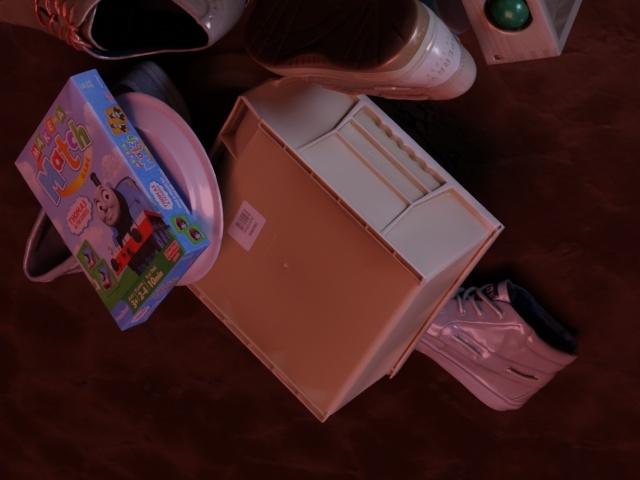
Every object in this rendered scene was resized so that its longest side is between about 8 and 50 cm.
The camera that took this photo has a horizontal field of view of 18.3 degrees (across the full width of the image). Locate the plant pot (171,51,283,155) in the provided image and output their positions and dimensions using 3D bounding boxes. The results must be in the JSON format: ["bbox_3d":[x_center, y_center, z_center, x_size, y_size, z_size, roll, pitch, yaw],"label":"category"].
[{"bbox_3d":[-0.063,-0.092,2.064,0.236,0.032,0.236,13,136,13],"label":"plant pot"}]

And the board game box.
[{"bbox_3d":[-0.209,-0.038,1.962,0.211,0.039,0.160,56,139,13],"label":"board game box"}]

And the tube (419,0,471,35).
[{"bbox_3d":[0.055,-0.190,1.908,0.207,0.052,0.080,-22,108,45],"label":"tube"}]

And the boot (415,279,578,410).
[{"bbox_3d":[0.151,0.069,2.092,0.258,0.095,0.123,35,126,-17],"label":"boot"}]

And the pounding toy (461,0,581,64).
[{"bbox_3d":[0.155,-0.231,1.749,0.100,0.141,0.130,-5,129,29],"label":"pounding toy"}]

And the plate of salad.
[{"bbox_3d":[-0.158,-0.053,1.968,0.199,0.048,0.200,22,123,39],"label":"plate of salad"}]

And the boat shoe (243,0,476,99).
[{"bbox_3d":[0.031,-0.180,1.818,0.098,0.109,0.302,31,174,-32],"label":"boat shoe"}]

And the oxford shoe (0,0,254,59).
[{"bbox_3d":[-0.235,-0.243,1.925,0.348,0.130,0.123,2,132,23],"label":"oxford shoe"}]

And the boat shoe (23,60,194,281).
[{"bbox_3d":[-0.227,-0.063,2.092,0.118,0.103,0.320,50,139,10],"label":"boat shoe"}]

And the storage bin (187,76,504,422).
[{"bbox_3d":[0.000,0.000,1.963,0.260,0.123,0.262,45,138,11],"label":"storage bin"}]
